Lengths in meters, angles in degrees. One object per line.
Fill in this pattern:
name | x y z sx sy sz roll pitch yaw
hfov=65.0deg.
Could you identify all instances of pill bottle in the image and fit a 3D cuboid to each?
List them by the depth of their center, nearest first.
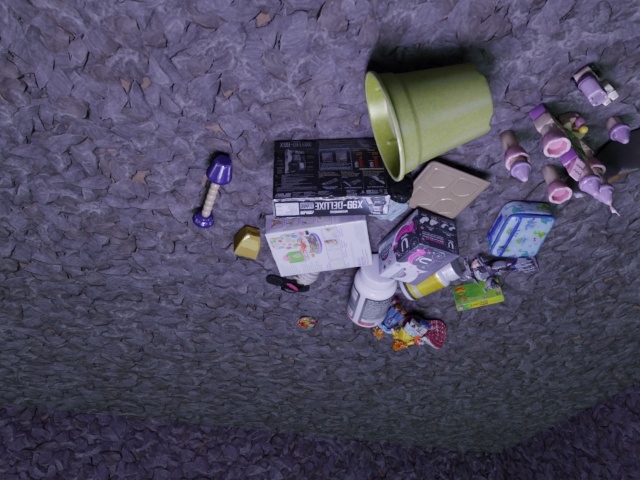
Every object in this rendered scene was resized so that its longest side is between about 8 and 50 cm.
pill bottle | 0.405 0.132 1.865 0.209 0.119 0.119 -28 134 28
pill bottle | 0.196 0.188 1.888 0.161 0.161 0.283 3 140 -7

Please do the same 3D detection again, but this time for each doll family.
doll family | 0.298 0.347 2.020 0.263 0.118 0.163 41 118 12

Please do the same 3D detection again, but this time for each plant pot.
plant pot | 0.271 -0.316 1.245 0.254 0.276 0.276 -17 139 -2
plant pot | -0.242 0.000 1.703 0.081 0.081 0.083 17 126 -22

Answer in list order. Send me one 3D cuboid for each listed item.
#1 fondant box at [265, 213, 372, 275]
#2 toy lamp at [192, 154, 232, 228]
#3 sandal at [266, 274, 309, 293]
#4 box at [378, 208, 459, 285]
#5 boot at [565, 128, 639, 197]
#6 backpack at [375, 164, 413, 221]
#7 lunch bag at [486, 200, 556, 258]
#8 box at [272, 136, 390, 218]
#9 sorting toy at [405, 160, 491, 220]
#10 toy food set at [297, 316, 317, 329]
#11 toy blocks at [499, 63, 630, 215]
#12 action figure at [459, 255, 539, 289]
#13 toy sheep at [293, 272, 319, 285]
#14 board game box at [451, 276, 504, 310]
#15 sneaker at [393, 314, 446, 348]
fondant box | 0.000 0.000 1.704 0.331 0.096 0.238 -8 140 5
toy lamp | -0.326 -0.148 1.525 0.080 0.080 0.274 14 140 -19
sandal | -0.128 0.179 1.949 0.179 0.040 0.067 17 136 -22
box | 0.323 0.031 1.694 0.164 0.142 0.247 16 145 -20
boot | 0.886 -0.230 1.506 0.305 0.112 0.115 -35 161 27
backpack | 0.204 -0.133 1.524 0.115 0.151 0.182 22 147 -14
lunch bag | 0.675 -0.032 1.713 0.176 0.090 0.219 5 138 -5
box | 0.023 -0.177 1.381 0.308 0.242 0.076 -3 140 -1
sorting toy | 0.364 -0.132 1.617 0.229 0.041 0.307 14 144 -18
toy food set | -0.058 0.356 2.180 0.083 0.020 0.083 17 136 -22
toy blocks | 0.696 -0.228 1.346 0.289 0.260 0.309 26 132 -29
action figure | 0.655 0.105 1.868 0.285 0.099 0.185 -18 147 23
toy sheep | -0.046 0.114 1.846 0.091 0.091 0.132 22 127 -27
board game box | 0.623 0.213 1.994 0.181 0.092 0.043 -15 138 15
sneaker | 0.440 0.387 2.193 0.299 0.120 0.112 28 160 -33
